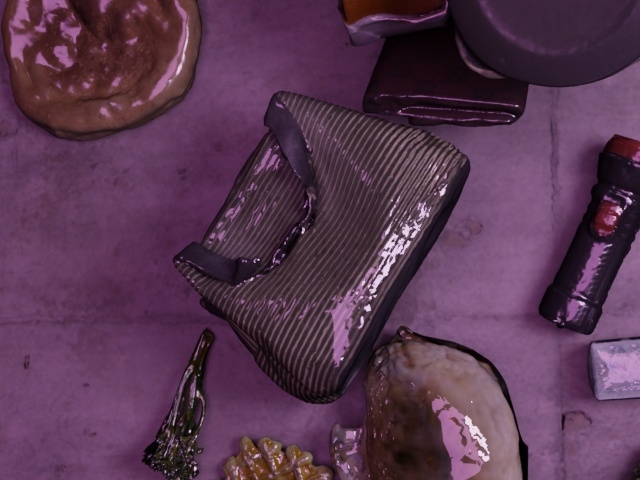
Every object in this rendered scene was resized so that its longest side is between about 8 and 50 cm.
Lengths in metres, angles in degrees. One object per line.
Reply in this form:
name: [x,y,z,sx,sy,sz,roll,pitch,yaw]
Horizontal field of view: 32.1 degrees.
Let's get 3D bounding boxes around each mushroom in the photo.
mushroom: [0.123,0.282,1.302,0.247,0.130,0.344,11,89,9]

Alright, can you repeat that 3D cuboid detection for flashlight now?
flashlight: [0.328,-0.003,1.291,0.093,0.093,0.232,26,94,13]

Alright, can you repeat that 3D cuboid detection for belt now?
belt: [0.081,-0.367,1.266,0.122,0.217,0.339,-8,46,13]

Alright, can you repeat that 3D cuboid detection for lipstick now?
lipstick: [0.451,0.138,1.260,0.289,0.077,0.076,-7,86,13]

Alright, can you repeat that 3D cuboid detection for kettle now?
kettle: [0.320,-0.326,1.107,0.250,0.376,0.361,49,121,4]

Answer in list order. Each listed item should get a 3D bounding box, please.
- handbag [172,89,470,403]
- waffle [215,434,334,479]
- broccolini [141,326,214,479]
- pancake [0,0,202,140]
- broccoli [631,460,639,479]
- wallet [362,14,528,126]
handbag: [0.000,0.000,1.282,0.240,0.247,0.341,28,82,10]
waffle: [-0.062,0.341,1.389,0.169,0.036,0.184,19,91,15]
broccolini: [-0.164,0.211,1.406,0.058,0.074,0.201,19,89,30]
pancake: [-0.295,-0.267,1.464,0.294,0.049,0.295,0,89,13]
broccoli: [0.461,0.420,1.196,0.353,0.275,0.397,-30,98,20]
wallet: [0.159,-0.221,1.300,0.181,0.049,0.229,6,49,13]
